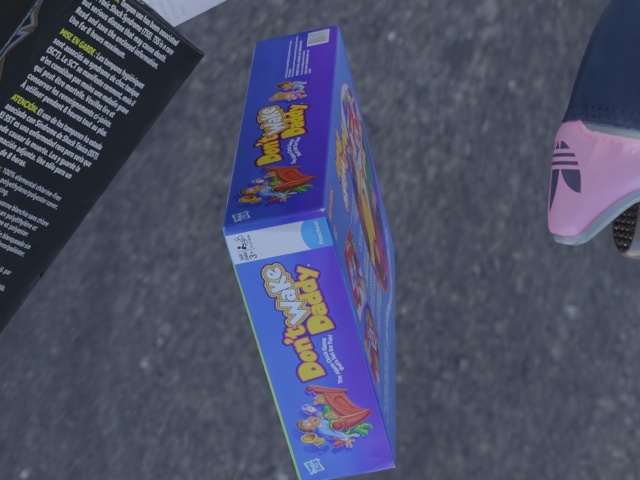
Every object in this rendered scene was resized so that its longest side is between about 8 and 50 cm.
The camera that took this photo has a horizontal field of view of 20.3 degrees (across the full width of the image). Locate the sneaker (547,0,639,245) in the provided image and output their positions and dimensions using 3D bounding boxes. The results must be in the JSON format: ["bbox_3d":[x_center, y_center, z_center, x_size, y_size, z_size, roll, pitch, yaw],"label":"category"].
[{"bbox_3d":[0.224,0.018,0.615,0.319,0.112,0.131,31,90,0],"label":"sneaker"}]

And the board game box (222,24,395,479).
[{"bbox_3d":[0.000,0.000,1.467,0.078,0.347,0.233,-11,117,8],"label":"board game box"}]

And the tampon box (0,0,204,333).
[{"bbox_3d":[-0.146,-0.047,0.623,0.120,0.101,0.161,38,92,26],"label":"tampon box"}]

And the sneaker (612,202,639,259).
[{"bbox_3d":[0.264,-0.077,1.314,0.071,0.066,0.188,6,101,-17],"label":"sneaker"}]

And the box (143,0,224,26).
[{"bbox_3d":[-0.214,-0.165,1.205,0.322,0.232,0.058,-28,73,-2],"label":"box"}]
